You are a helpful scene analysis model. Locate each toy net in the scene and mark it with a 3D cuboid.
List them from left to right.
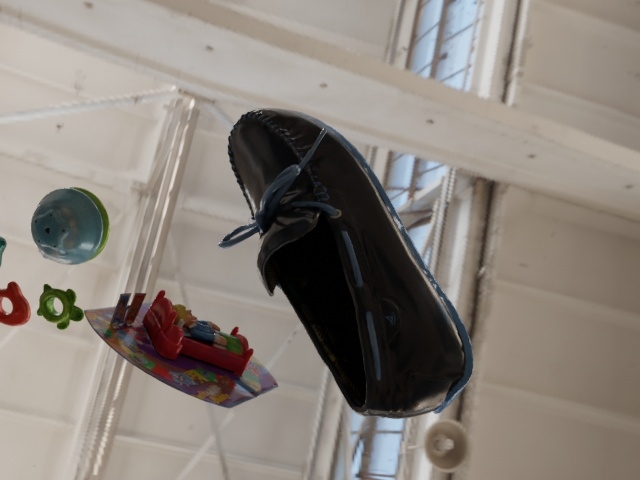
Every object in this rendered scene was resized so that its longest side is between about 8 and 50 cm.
[{"bbox_3d":[-0.301,0.005,0.783,0.232,0.045,0.122,8,-81,15],"label":"toy net"}]

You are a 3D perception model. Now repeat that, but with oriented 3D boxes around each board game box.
[{"bbox_3d":[-0.096,0.072,0.686,0.133,0.168,0.033,31,-81,16],"label":"board game box"}]

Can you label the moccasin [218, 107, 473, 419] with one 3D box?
[{"bbox_3d":[0.000,0.000,0.764,0.117,0.138,0.342,-9,-134,-37],"label":"moccasin"}]
